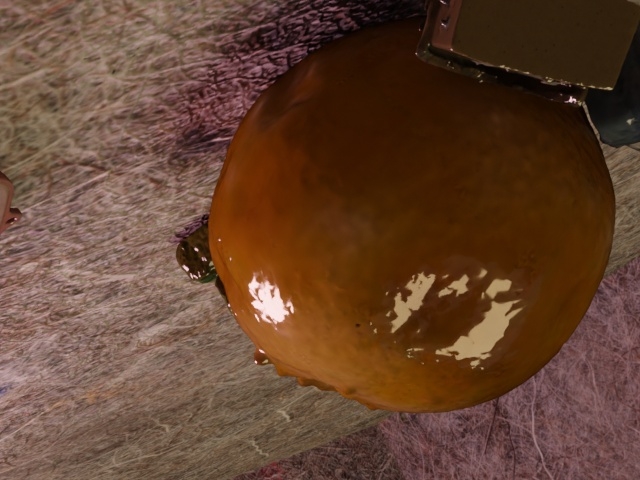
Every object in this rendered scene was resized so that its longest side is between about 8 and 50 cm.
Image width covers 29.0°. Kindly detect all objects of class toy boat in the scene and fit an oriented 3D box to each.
[{"bbox_3d":[0.265,-0.157,1.046,0.078,0.127,0.283,-23,-160,22],"label":"toy boat"}]

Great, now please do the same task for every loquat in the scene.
[{"bbox_3d":[0.073,-0.017,0.997,0.328,0.328,0.328,-25,165,-7],"label":"loquat"}]

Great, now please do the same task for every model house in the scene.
[{"bbox_3d":[0.113,-0.201,0.838,0.176,0.181,0.248,16,-173,-8],"label":"model house"}]

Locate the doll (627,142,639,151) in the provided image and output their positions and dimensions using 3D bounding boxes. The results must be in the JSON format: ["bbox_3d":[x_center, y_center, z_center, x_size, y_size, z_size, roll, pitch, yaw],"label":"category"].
[{"bbox_3d":[0.408,-0.181,1.344,0.228,0.154,0.258,15,141,-17],"label":"doll"}]

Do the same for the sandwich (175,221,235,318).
[{"bbox_3d":[-0.008,0.000,1.309,0.292,0.109,0.212,-21,163,-22],"label":"sandwich"}]

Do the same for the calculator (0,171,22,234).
[{"bbox_3d":[-0.373,0.025,0.902,0.329,0.048,0.220,-20,163,-32],"label":"calculator"}]

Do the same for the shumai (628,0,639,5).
[{"bbox_3d":[0.141,-0.245,0.535,0.225,0.261,0.222,24,131,-28],"label":"shumai"}]
